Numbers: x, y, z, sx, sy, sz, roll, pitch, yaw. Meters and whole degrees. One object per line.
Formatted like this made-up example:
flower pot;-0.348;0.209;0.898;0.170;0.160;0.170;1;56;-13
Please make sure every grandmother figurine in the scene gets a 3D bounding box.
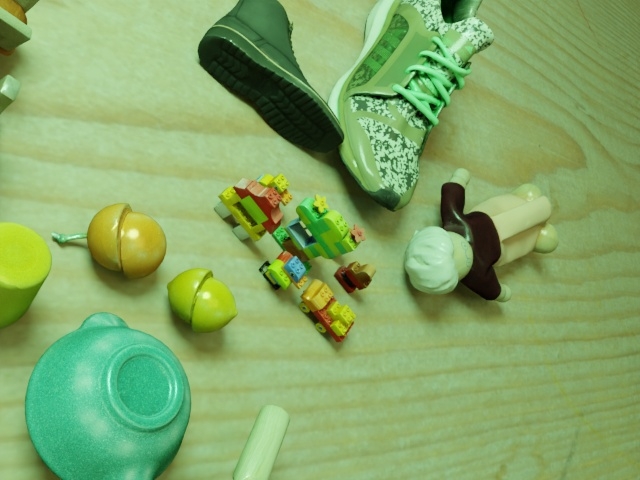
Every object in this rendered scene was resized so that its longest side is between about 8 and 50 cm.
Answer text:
grandmother figurine;0.234;-0.006;0.851;0.342;0.104;0.208;-21;81;-46

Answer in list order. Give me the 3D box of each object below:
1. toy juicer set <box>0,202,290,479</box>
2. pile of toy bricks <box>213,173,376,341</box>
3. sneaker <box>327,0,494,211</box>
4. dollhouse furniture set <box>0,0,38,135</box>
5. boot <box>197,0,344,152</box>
toy juicer set;-0.140;0.118;0.490;0.329;0.089;0.209;57;34;1
pile of toy bricks;0.000;0.000;0.634;0.212;0.105;0.118;52;48;-15
sneaker;0.136;-0.229;0.782;0.158;0.182;0.410;33;56;-29
dollhouse furniture set;-0.349;-0.127;0.384;0.259;0.135;0.262;34;55;-42
boot;-0.036;-0.212;0.704;0.198;0.077;0.137;40;47;-25
